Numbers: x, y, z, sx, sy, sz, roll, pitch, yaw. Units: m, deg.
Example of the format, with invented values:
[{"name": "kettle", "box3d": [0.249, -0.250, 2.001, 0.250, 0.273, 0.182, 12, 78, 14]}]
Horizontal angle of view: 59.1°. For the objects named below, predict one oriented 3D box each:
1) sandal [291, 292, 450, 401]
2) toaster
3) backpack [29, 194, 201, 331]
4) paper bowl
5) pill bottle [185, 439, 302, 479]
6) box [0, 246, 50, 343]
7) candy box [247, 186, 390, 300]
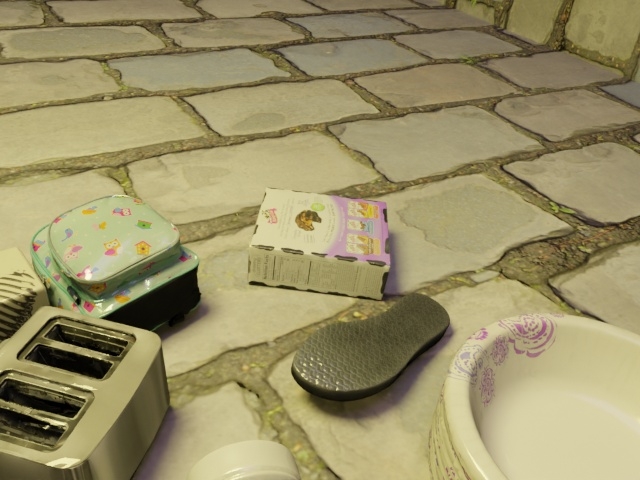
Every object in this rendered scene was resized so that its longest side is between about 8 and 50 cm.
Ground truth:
[{"name": "sandal", "box3d": [0.072, 0.137, 0.693, 0.255, 0.054, 0.097, -14, 47, -42]}, {"name": "toaster", "box3d": [-0.242, 0.167, 0.536, 0.186, 0.110, 0.168, 13, 37, 8]}, {"name": "backpack", "box3d": [-0.263, 0.028, 0.702, 0.188, 0.144, 0.166, 29, 46, 32]}, {"name": "paper bowl", "box3d": [0.242, 0.212, 0.524, 0.284, 0.148, 0.284, 5, 36, -3]}, {"name": "pill bottle", "box3d": [-0.042, 0.268, 0.422, 0.119, 0.119, 0.208, -5, 37, -17]}, {"name": "box", "box3d": [-0.430, 0.111, 0.582, 0.275, 0.113, 0.094, -24, 47, -34]}, {"name": "candy box", "box3d": [0.000, 0.000, 0.845, 0.196, 0.070, 0.164, 8, 36, 0]}]
